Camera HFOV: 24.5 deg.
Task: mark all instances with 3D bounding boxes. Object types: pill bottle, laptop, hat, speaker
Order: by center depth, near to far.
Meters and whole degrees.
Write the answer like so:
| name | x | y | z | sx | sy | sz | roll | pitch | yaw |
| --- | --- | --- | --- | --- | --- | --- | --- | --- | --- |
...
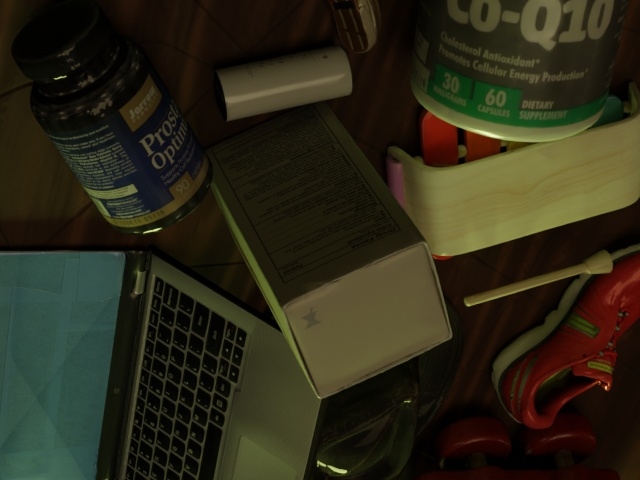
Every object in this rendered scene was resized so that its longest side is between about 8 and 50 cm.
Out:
| name | x | y | z | sx | sy | sz | roll | pitch | yaw |
| --- | --- | --- | --- | --- | --- | --- | --- | --- | --- |
| pill bottle | 0.205 | -0.295 | 1.408 | 0.204 | 0.204 | 0.361 | -6 | 124 | -18 |
| pill bottle | -0.202 | -0.119 | 1.420 | 0.123 | 0.123 | 0.219 | -30 | 129 | 0 |
| speaker | -0.039 | -0.161 | 1.498 | 0.136 | 0.055 | 0.055 | -14 | 126 | -13 |
| laptop | -0.240 | 0.224 | 1.577 | 0.236 | 0.408 | 0.382 | -27 | 138 | -47 |
| hat | 0.039 | 0.201 | 1.726 | 0.331 | 0.134 | 0.331 | -10 | 125 | -14 |

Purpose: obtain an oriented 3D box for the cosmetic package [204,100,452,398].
| name | x | y | z | sx | sy | sz | roll | pitch | yaw |
| --- | --- | --- | --- | --- | --- | --- | --- | --- | --- |
| cosmetic package | 0.000 | 0.000 | 1.468 | 0.153 | 0.296 | 0.129 | -23 | 127 | -5 |

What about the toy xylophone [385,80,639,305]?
| name | x | y | z | sx | sy | sz | roll | pitch | yaw |
| --- | --- | --- | --- | --- | --- | --- | --- | --- | --- |
| toy xylophone | 0.230 | -0.053 | 1.658 | 0.323 | 0.081 | 0.236 | -9 | 125 | -16 |

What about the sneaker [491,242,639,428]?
| name | x | y | z | sx | sy | sz | roll | pitch | yaw |
| --- | --- | --- | --- | --- | --- | --- | --- | --- | --- |
| sneaker | 0.336 | 0.125 | 1.797 | 0.107 | 0.118 | 0.279 | 33 | 107 | -35 |

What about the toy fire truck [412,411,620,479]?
| name | x | y | z | sx | sy | sz | roll | pitch | yaw |
| --- | --- | --- | --- | --- | --- | --- | --- | --- | --- |
| toy fire truck | 0.236 | 0.360 | 1.907 | 0.302 | 0.169 | 0.254 | 1 | 141 | -21 |

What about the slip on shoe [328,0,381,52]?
| name | x | y | z | sx | sy | sz | roll | pitch | yaw |
| --- | --- | --- | --- | --- | --- | --- | --- | --- | --- |
| slip on shoe | 0.032 | -0.255 | 1.473 | 0.041 | 0.051 | 0.135 | -47 | 129 | -38 |
